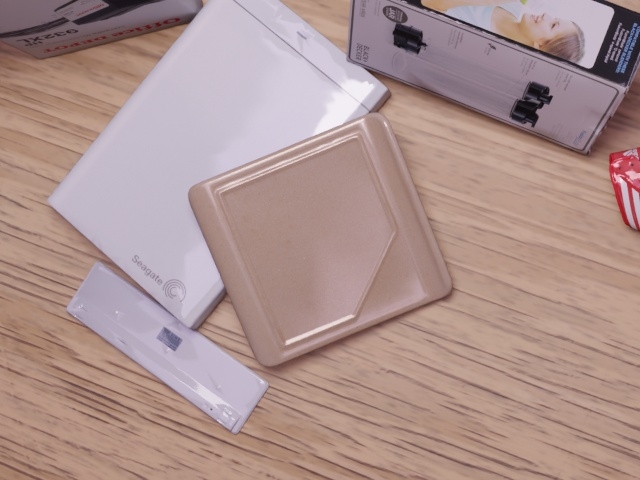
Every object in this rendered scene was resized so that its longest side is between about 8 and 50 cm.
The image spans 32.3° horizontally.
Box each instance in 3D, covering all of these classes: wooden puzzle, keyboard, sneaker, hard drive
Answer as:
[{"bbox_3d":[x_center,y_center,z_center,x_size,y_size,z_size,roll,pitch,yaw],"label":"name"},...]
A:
[{"bbox_3d":[0.000,0.000,1.224,0.238,0.044,0.221,-22,97,5],"label":"wooden puzzle"},{"bbox_3d":[-0.181,0.123,1.290,0.256,0.014,0.072,34,88,10],"label":"keyboard"},{"bbox_3d":[0.371,-0.101,1.144,0.128,0.087,0.221,17,107,14],"label":"sneaker"},{"bbox_3d":[-0.120,-0.107,1.275,0.233,0.047,0.353,40,94,10],"label":"hard drive"}]

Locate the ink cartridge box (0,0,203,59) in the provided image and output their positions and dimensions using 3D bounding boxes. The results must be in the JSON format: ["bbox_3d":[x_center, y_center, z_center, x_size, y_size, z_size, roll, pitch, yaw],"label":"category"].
[{"bbox_3d":[-0.277,-0.304,1.185,0.223,0.307,0.129,-12,86,9],"label":"ink cartridge box"}]

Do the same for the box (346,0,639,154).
[{"bbox_3d":[0.177,-0.207,1.149,0.289,0.169,0.087,23,73,8],"label":"box"}]
